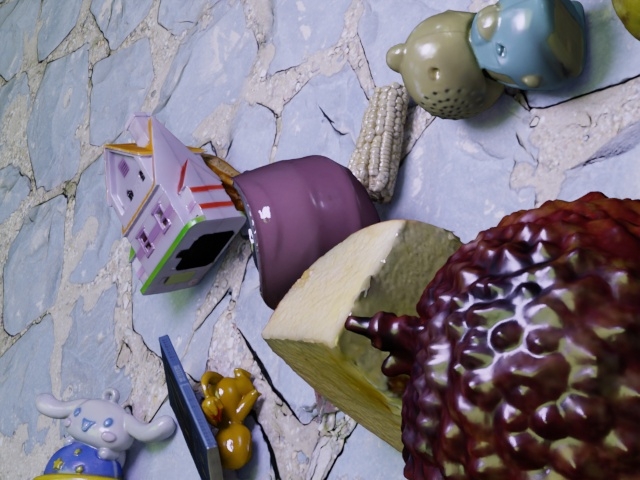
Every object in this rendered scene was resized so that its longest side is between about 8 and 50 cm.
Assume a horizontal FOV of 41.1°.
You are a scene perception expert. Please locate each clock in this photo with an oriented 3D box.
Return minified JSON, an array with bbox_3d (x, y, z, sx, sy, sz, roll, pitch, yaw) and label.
[{"bbox_3d":[-0.305,-0.091,1.655,0.235,0.166,0.309,-49,64,37],"label":"clock"}]

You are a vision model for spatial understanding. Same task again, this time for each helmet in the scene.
[{"bbox_3d":[0.000,0.000,1.318,0.197,0.338,0.271,-21,64,6],"label":"helmet"}]

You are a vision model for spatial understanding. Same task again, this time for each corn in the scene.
[{"bbox_3d":[0.094,-0.163,1.409,0.087,0.087,0.211,-5,69,44],"label":"corn"}]

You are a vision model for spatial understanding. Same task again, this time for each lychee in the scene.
[{"bbox_3d":[0.260,0.157,0.871,0.500,0.424,0.424,23,91,19],"label":"lychee"}]

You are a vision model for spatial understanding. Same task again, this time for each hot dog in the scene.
[{"bbox_3d":[-0.198,-0.112,1.700,0.235,0.062,0.092,35,112,43],"label":"hot dog"}]

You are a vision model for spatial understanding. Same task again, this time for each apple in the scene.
[{"bbox_3d":[0.115,0.155,1.116,0.314,0.309,0.252,-40,24,21],"label":"apple"}]

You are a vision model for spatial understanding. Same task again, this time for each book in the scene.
[{"bbox_3d":[-0.225,0.319,1.491,0.269,0.025,0.191,-125,25,-44],"label":"book"}]

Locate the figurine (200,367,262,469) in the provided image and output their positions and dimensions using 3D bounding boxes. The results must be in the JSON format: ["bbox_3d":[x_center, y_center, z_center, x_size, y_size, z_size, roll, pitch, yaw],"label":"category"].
[{"bbox_3d":[-0.161,0.299,1.446,0.121,0.122,0.176,-23,60,15],"label":"figurine"}]

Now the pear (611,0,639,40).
[{"bbox_3d":[0.482,-0.405,0.946,0.352,0.352,0.413,20,79,48],"label":"pear"}]

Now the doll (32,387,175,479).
[{"bbox_3d":[-0.414,0.421,1.662,0.311,0.159,0.242,-9,52,18],"label":"doll"}]

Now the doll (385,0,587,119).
[{"bbox_3d":[0.240,-0.270,1.241,0.260,0.177,0.161,-13,64,37],"label":"doll"}]

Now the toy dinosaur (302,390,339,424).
[{"bbox_3d":[0.013,0.235,1.366,0.220,0.032,0.108,40,106,49],"label":"toy dinosaur"}]
